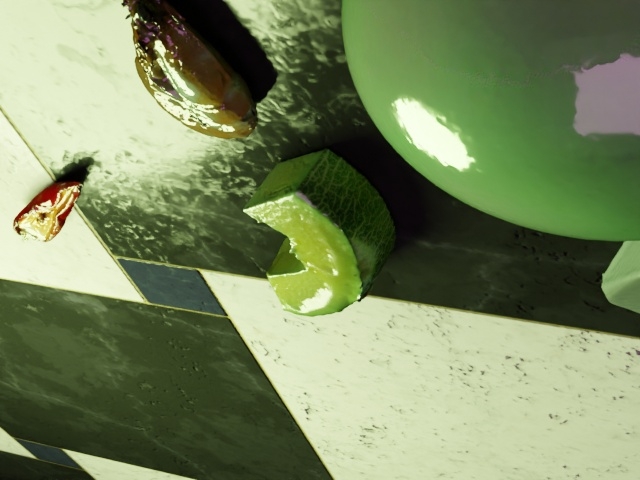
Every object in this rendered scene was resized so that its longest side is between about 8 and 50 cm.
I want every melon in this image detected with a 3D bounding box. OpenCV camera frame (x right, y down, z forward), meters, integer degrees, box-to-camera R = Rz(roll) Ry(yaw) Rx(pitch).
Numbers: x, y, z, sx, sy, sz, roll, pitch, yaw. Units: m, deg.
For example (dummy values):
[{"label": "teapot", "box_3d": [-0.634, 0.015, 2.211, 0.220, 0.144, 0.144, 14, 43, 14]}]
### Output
[{"label": "melon", "box_3d": [0.000, 0.000, 0.990, 0.118, 0.064, 0.209, 13, 150, 23]}]

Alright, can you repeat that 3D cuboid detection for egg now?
[{"label": "egg", "box_3d": [0.132, -0.109, 0.527, 0.270, 0.220, 0.220, -5, 144, 41]}]

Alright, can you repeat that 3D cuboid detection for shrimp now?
[{"label": "shrimp", "box_3d": [-0.105, -0.128, 0.840, 0.091, 0.043, 0.184, 11, 153, 24]}]

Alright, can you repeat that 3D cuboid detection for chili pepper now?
[{"label": "chili pepper", "box_3d": [-0.265, -0.033, 1.132, 0.045, 0.027, 0.178, 25, 153, -19]}]

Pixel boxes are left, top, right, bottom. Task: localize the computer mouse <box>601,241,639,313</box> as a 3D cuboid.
[{"label": "computer mouse", "box_3d": [0.285, 0.019, 0.827, 0.128, 0.079, 0.231, 22, 168, 2]}]
